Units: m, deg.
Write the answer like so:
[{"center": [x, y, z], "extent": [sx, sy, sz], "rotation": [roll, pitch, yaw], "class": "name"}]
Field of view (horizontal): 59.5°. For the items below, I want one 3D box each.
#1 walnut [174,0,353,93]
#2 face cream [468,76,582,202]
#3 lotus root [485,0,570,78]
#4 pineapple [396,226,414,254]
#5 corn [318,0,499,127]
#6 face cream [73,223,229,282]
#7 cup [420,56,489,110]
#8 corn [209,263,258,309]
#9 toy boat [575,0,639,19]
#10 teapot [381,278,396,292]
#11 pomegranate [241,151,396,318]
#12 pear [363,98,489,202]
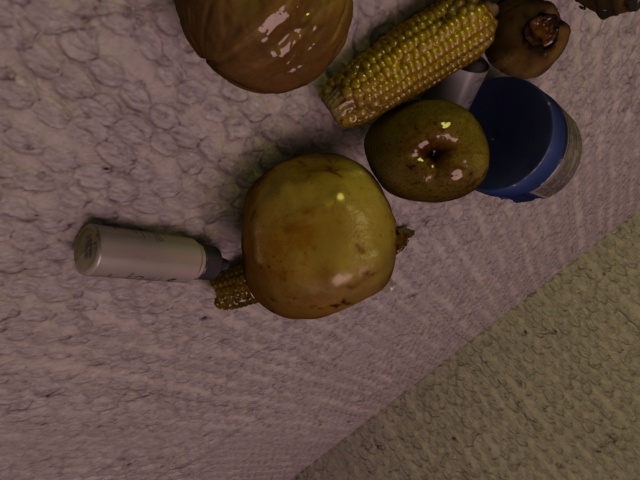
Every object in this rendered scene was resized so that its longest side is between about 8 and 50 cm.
[{"center": [-0.066, -0.301, 0.705], "extent": [0.228, 0.228, 0.228], "rotation": [-24, 147, -17], "class": "walnut"}, {"center": [0.431, -0.213, 1.253], "extent": [0.225, 0.249, 0.249], "rotation": [10, 127, -49], "class": "face cream"}, {"center": [0.373, -0.378, 1.035], "extent": [0.140, 0.154, 0.257], "rotation": [-45, -175, 19], "class": "lotus root"}, {"center": [0.205, -0.008, 1.512], "extent": [0.114, 0.077, 0.114], "rotation": [-31, -175, -26], "class": "pineapple"}, {"center": [0.161, -0.316, 0.975], "extent": [0.347, 0.130, 0.130], "rotation": [-34, 149, -1], "class": "corn"}, {"center": [-0.293, 0.032, 1.053], "extent": [0.311, 0.092, 0.092], "rotation": [9, 128, -49], "class": "face cream"}, {"center": [0.277, -0.308, 1.122], "extent": [0.136, 0.099, 0.133], "rotation": [-14, 142, -29], "class": "cup"}, {"center": [-0.092, 0.076, 1.269], "extent": [0.318, 0.115, 0.115], "rotation": [-18, 146, -8], "class": "corn"}, {"center": [0.510, -0.561, 0.972], "extent": [0.162, 0.136, 0.445], "rotation": [-47, 146, 8], "class": "toy boat"}, {"center": [0.090, 0.052, 1.420], "extent": [0.246, 0.116, 0.159], "rotation": [19, 133, -33], "class": "teapot"}, {"center": [0.000, 0.000, 1.079], "extent": [0.333, 0.332, 0.332], "rotation": [-24, 147, -17], "class": "pomegranate"}, {"center": [0.195, -0.165, 1.031], "extent": [0.229, 0.188, 0.211], "rotation": [6, -177, -1], "class": "pear"}]
